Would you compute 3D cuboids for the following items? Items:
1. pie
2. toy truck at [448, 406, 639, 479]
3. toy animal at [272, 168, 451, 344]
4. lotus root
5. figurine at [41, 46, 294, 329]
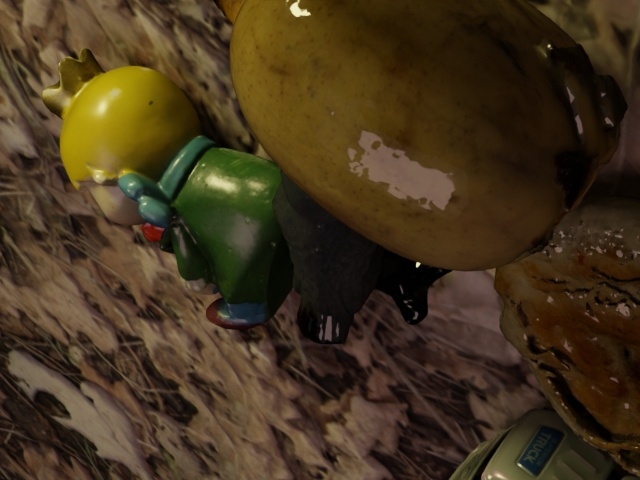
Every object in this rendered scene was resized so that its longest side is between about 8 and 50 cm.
[{"bbox_3d":[0.231,0.077,1.085,0.274,0.055,0.274,27,148,19],"label":"pie"},{"bbox_3d":[0.225,0.244,1.211,0.268,0.124,0.155,39,139,4],"label":"toy truck"},{"bbox_3d":[-0.003,0.001,1.133,0.121,0.117,0.210,29,172,31],"label":"toy animal"},{"bbox_3d":[0.034,-0.105,0.982,0.310,0.183,0.183,38,146,17],"label":"lotus root"},{"bbox_3d":[-0.122,-0.040,1.278,0.234,0.127,0.185,24,151,10],"label":"figurine"}]
